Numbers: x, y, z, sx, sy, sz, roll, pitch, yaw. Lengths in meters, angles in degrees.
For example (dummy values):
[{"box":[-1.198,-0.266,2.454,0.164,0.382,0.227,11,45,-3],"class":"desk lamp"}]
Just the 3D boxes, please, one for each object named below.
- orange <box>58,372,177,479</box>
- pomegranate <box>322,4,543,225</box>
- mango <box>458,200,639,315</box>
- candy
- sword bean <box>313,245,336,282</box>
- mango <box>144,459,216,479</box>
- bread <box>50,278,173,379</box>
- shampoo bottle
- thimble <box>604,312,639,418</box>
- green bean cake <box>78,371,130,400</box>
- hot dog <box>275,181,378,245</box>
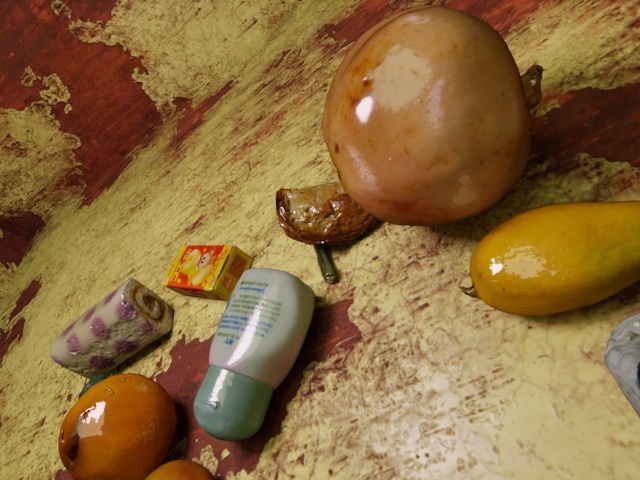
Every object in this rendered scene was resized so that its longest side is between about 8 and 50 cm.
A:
[{"box":[-0.455,0.427,0.987,0.246,0.246,0.246,-24,45,27],"class":"orange"},{"box":[0.203,-0.218,0.794,0.411,0.411,0.411,-24,45,27],"class":"pomegranate"},{"box":[0.368,0.021,0.666,0.317,0.119,0.176,-18,45,20],"class":"mango"},{"box":[-0.333,0.091,1.263,0.276,0.088,0.146,-2,59,41],"class":"candy"},{"box":[0.000,0.001,1.074,0.043,0.038,0.269,-55,32,33],"class":"sword bean"},{"box":[-0.277,0.509,0.846,0.221,0.120,0.151,5,64,46],"class":"mango"},{"box":[-0.620,0.275,1.298,0.338,0.187,0.155,-32,35,18],"class":"bread"},{"box":[-0.145,0.239,0.923,0.222,0.151,0.349,1,59,36],"class":"shampoo bottle"},{"box":[0.420,0.131,0.431,0.237,0.237,0.150,-31,84,20],"class":"thimble"},{"box":[-0.564,0.423,1.192,0.193,0.107,0.208,-54,38,-5],"class":"green bean cake"},{"box":[0.027,-0.073,1.038,0.259,0.114,0.175,-8,40,0],"class":"hot dog"}]
